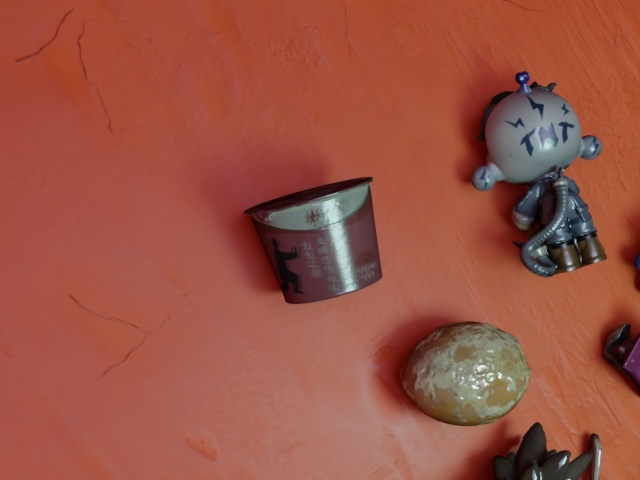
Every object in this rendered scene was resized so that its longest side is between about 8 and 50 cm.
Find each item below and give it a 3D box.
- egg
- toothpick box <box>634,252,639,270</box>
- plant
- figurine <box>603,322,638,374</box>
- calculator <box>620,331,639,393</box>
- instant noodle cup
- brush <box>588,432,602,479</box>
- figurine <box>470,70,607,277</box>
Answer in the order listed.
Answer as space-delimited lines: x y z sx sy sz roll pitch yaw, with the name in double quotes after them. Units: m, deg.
0.261 0.242 1.715 0.233 0.195 0.195 -16 88 3 "egg"
0.806 0.058 1.880 0.354 0.263 0.263 22 78 -12 "toothpick box"
0.368 0.493 1.691 0.182 0.194 0.321 55 49 -18 "plant"
0.604 0.211 1.872 0.082 0.094 0.086 41 106 28 "figurine"
0.653 0.236 1.862 0.190 0.034 0.127 45 72 -42 "calculator"
0.000 0.000 1.660 0.234 0.235 0.178 -17 99 -17 "instant noodle cup"
0.503 0.527 1.820 0.067 0.072 0.313 6 81 -2 "brush"
0.428 -0.127 1.812 0.261 0.186 0.382 -14 83 -23 "figurine"
